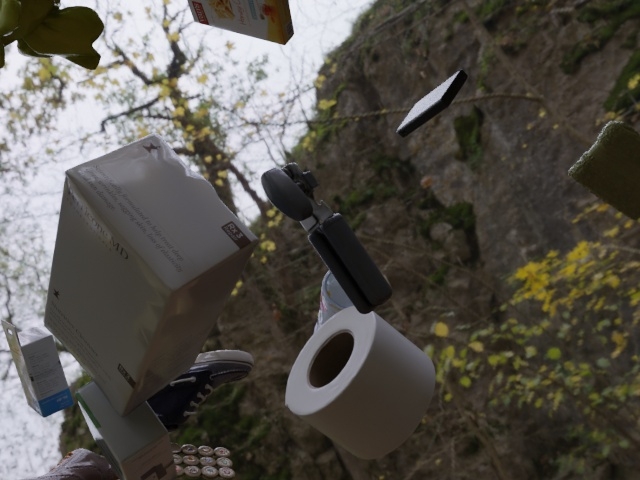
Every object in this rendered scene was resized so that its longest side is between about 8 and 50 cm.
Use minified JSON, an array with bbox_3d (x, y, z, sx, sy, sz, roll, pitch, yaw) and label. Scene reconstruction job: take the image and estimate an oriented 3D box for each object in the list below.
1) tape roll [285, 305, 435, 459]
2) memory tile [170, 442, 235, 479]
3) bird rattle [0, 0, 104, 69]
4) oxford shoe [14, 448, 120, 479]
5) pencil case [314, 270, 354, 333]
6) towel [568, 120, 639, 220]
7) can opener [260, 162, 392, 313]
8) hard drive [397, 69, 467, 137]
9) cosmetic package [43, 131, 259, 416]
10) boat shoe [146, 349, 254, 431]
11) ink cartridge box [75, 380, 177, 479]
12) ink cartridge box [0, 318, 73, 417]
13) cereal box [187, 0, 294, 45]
[{"bbox_3d":[0.075,0.270,1.291,0.169,0.246,0.246,39,-56,-20],"label":"tape roll"},{"bbox_3d":[-0.262,0.479,1.456,0.148,0.113,0.012,10,-75,-18],"label":"memory tile"},{"bbox_3d":[-0.335,-0.268,0.678,0.143,0.254,0.206,12,-84,-71],"label":"bird rattle"},{"bbox_3d":[-0.595,0.562,1.556,0.130,0.132,0.364,-41,-31,15],"label":"oxford shoe"},{"bbox_3d":[0.050,0.163,1.496,0.114,0.124,0.273,-6,-33,-9],"label":"pencil case"},{"bbox_3d":[0.442,-0.099,0.969,0.148,0.027,0.110,27,-64,-15],"label":"towel"},{"bbox_3d":[0.000,0.000,1.094,0.095,0.283,0.076,-28,-10,-42],"label":"can opener"},{"bbox_3d":[0.204,-0.249,1.230,0.094,0.022,0.135,-54,13,-31],"label":"hard drive"},{"bbox_3d":[-0.258,0.063,0.959,0.156,0.217,0.385,-35,-17,-39],"label":"cosmetic package"},{"bbox_3d":[-0.305,0.359,1.571,0.341,0.158,0.127,-3,-32,-27],"label":"boat shoe"},{"bbox_3d":[-0.321,0.331,1.127,0.087,0.153,0.208,-31,-28,-27],"label":"ink cartridge box"},{"bbox_3d":[-0.527,0.226,1.251,0.060,0.180,0.104,-21,16,-36],"label":"ink cartridge box"},{"bbox_3d":[-0.177,-0.504,1.378,0.047,0.240,0.173,-59,-25,-28],"label":"cereal box"}]
